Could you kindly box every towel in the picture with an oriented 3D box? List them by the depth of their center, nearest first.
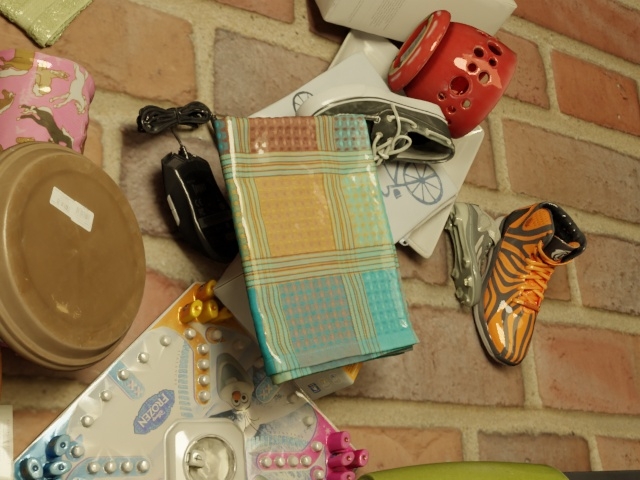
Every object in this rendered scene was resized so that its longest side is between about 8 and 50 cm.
[{"bbox_3d":[0.000,0.000,1.219,0.271,0.040,0.370,-8,83,-38],"label":"towel"},{"bbox_3d":[-0.413,-0.367,1.290,0.110,0.027,0.148,39,55,-15],"label":"towel"}]

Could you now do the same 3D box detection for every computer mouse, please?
[{"bbox_3d":[-0.186,-0.091,1.327,0.262,0.060,0.184,63,31,-4],"label":"computer mouse"}]

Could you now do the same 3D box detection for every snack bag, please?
[{"bbox_3d":[0.058,-0.129,1.455,0.342,0.037,0.323,-38,95,-39],"label":"snack bag"}]

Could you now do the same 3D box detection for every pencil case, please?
[{"bbox_3d":[-0.376,-0.049,1.104,0.167,0.160,0.386,24,57,-53],"label":"pencil case"}]

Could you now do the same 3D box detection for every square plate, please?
[{"bbox_3d":[0.125,-0.190,1.577,0.344,0.049,0.347,39,55,-15],"label":"square plate"}]

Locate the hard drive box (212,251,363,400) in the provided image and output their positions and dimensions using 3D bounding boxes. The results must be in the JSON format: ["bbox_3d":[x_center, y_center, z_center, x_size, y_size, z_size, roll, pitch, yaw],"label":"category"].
[{"bbox_3d":[-0.026,0.090,1.289,0.232,0.089,0.181,49,37,-16],"label":"hard drive box"}]

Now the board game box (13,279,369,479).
[{"bbox_3d":[-0.152,0.309,1.191,0.390,0.050,0.390,49,52,-9],"label":"board game box"}]

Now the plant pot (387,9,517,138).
[{"bbox_3d":[0.230,-0.307,1.550,0.174,0.191,0.191,34,56,-11],"label":"plant pot"}]

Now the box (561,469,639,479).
[{"bbox_3d":[0.471,0.552,1.444,0.343,0.179,0.313,9,68,-32],"label":"box"}]

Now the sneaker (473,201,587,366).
[{"bbox_3d":[0.386,0.064,1.574,0.124,0.180,0.321,22,61,-26],"label":"sneaker"}]

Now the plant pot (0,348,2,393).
[{"bbox_3d":[-0.485,0.178,0.871,0.203,0.291,0.291,6,64,3],"label":"plant pot"}]

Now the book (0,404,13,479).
[{"bbox_3d":[-0.446,0.247,1.028,0.144,0.035,0.096,4,68,-30],"label":"book"}]

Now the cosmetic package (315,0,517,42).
[{"bbox_3d":[0.166,-0.490,1.625,0.365,0.155,0.197,8,47,-33],"label":"cosmetic package"}]

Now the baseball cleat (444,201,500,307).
[{"bbox_3d":[0.292,0.023,1.588,0.109,0.072,0.206,2,71,-22],"label":"baseball cleat"}]

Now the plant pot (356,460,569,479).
[{"bbox_3d":[0.188,0.440,1.258,0.293,0.275,0.275,16,63,-17],"label":"plant pot"}]

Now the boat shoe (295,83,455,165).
[{"bbox_3d":[0.099,-0.173,1.406,0.306,0.113,0.105,6,53,-42],"label":"boat shoe"}]

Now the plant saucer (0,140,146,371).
[{"bbox_3d":[-0.296,0.014,1.015,0.278,0.041,0.278,35,49,-54],"label":"plant saucer"}]
